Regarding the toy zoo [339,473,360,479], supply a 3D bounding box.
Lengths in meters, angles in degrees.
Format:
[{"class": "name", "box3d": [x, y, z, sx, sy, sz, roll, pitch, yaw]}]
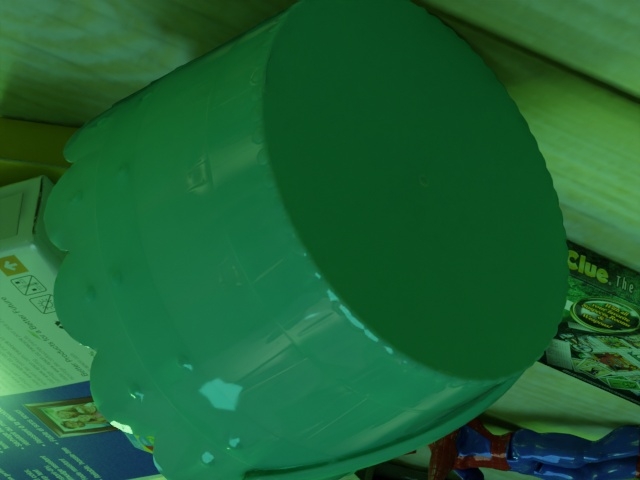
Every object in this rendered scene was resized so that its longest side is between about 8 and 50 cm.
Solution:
[{"class": "toy zoo", "box3d": [-0.001, 0.223, 1.483, 0.192, 0.030, 0.293, 52, 161, -27]}]

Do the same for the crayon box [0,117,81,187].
[{"class": "crayon box", "box3d": [-0.132, 0.014, 1.279, 0.202, 0.081, 0.318, 9, 149, 10]}]

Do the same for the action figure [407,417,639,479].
[{"class": "action figure", "box3d": [0.174, 0.210, 1.457, 0.280, 0.139, 0.091, 9, 150, 13]}]

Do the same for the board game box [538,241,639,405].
[{"class": "board game box", "box3d": [0.188, 0.056, 1.279, 0.259, 0.030, 0.136, 24, 152, -18]}]

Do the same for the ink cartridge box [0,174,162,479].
[{"class": "ink cartridge box", "box3d": [-0.246, 0.093, 1.275, 0.307, 0.072, 0.303, -11, 142, 24]}]

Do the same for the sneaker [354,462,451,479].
[{"class": "sneaker", "box3d": [0.132, 0.279, 1.632, 0.271, 0.100, 0.108, 19, 146, -9]}]

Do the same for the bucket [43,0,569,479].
[{"class": "bucket", "box3d": [0.000, 0.000, 1.016, 0.281, 0.281, 0.183, 32, 138, -30]}]
